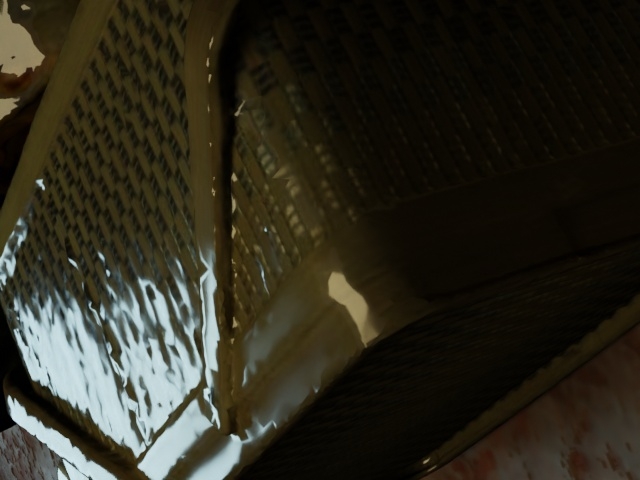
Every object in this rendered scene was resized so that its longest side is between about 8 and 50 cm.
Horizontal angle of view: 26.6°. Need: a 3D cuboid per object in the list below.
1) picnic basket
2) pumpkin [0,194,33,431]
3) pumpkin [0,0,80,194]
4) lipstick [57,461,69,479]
[{"bbox_3d":[0.000,0.000,0.447,0.139,0.165,0.266,63,145,18],"label":"picnic basket"},{"bbox_3d":[-0.218,-0.053,0.700,0.296,0.296,0.295,29,127,47],"label":"pumpkin"},{"bbox_3d":[-0.136,-0.067,0.537,0.280,0.190,0.139,-33,82,11],"label":"pumpkin"},{"bbox_3d":[-0.004,0.211,0.628,0.371,0.080,0.076,34,133,45],"label":"lipstick"}]
